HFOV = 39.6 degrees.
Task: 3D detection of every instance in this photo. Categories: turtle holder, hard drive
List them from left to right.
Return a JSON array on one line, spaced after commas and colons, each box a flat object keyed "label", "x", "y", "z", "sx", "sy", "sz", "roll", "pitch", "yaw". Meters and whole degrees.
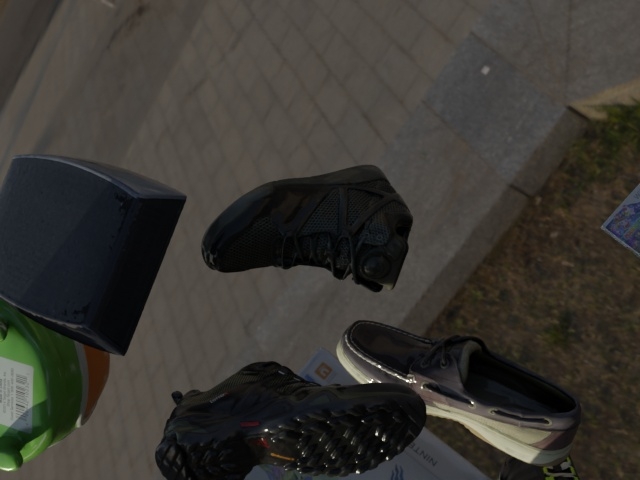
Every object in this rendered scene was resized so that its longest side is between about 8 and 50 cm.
[{"label": "turtle holder", "x": -0.418, "y": 0.159, "z": 1.144, "sx": 0.320, "sy": 0.227, "sz": 0.243, "roll": -20, "pitch": 94, "yaw": 27}, {"label": "hard drive", "x": -0.247, "y": -0.001, "z": 0.861, "sx": 0.254, "sy": 0.054, "sz": 0.172, "roll": 16, "pitch": 83, "yaw": 43}]

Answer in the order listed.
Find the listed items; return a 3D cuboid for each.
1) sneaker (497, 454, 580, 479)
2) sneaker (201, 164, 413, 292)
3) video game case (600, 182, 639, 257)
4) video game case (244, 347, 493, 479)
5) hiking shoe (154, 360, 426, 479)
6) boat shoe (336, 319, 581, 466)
[{"label": "sneaker", "x": 0.259, "y": 0.277, "z": 1.036, "sx": 0.234, "sy": 0.084, "sz": 0.097, "roll": 157, "pitch": 123, "yaw": -79}, {"label": "sneaker", "x": 0.000, "y": 0.000, "z": 0.895, "sx": 0.130, "sy": 0.227, "sz": 0.087, "roll": 50, "pitch": 142, "yaw": 38}, {"label": "video game case", "x": 0.441, "y": -0.009, "z": 1.159, "sx": 0.122, "sy": 0.011, "sz": 0.087, "roll": 41, "pitch": 74, "yaw": 17}, {"label": "video game case", "x": 0.012, "y": 0.351, "z": 1.158, "sx": 0.300, "sy": 0.036, "sz": 0.329, "roll": 36, "pitch": 72, "yaw": 17}, {"label": "hiking shoe", "x": -0.026, "y": 0.138, "z": 0.756, "sx": 0.114, "sy": 0.226, "sz": 0.086, "roll": -95, "pitch": -4, "yaw": -55}, {"label": "boat shoe", "x": 0.155, "y": 0.149, "z": 0.995, "sx": 0.103, "sy": 0.285, "sz": 0.092, "roll": -46, "pitch": -25, "yaw": -46}]
